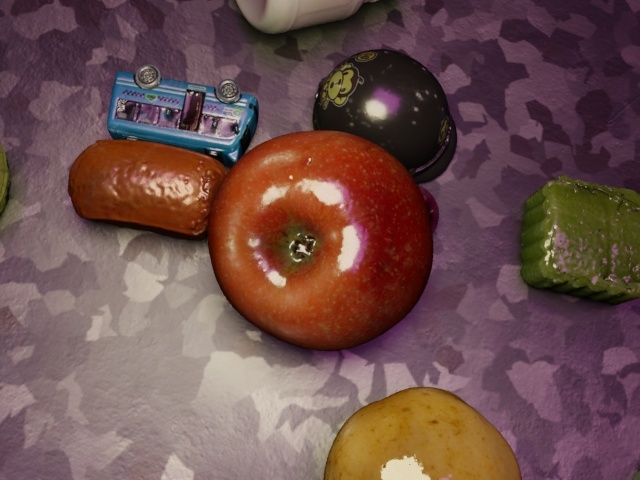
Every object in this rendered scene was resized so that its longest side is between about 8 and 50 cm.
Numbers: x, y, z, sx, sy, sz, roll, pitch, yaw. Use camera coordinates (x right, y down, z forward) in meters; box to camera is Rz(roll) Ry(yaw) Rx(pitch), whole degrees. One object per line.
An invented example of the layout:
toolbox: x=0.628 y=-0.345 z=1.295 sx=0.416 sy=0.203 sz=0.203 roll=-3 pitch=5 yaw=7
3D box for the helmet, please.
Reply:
helmet: x=0.126 y=-0.231 z=1.268 sx=0.278 sy=0.160 sz=0.231 roll=23 pitch=71 yaw=2

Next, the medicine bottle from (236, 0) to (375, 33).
medicine bottle: x=0.009 y=-0.528 z=1.293 sx=0.324 sy=0.256 sz=0.256 roll=-20 pitch=77 yaw=-21

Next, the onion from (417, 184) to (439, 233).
onion: x=0.152 y=-0.042 z=1.244 sx=0.115 sy=0.104 sz=0.115 roll=-5 pitch=110 yaw=-14

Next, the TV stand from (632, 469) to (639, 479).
TV stand: x=0.601 y=0.379 z=1.182 sx=0.088 sy=0.083 sz=0.269 roll=43 pitch=73 yaw=8

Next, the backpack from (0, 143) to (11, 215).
backpack: x=-0.632 y=-0.095 z=1.154 sx=0.253 sy=0.140 sz=0.207 roll=-3 pitch=73 yaw=-14

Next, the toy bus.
toy bus: x=-0.236 y=-0.210 z=1.242 sx=0.246 sy=0.113 sz=0.134 roll=11 pitch=77 yaw=-2

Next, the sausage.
sausage: x=-0.281 y=-0.086 z=1.179 sx=0.267 sy=0.153 sz=0.141 roll=9 pitch=82 yaw=-2

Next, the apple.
apple: x=0.000 y=0.000 z=1.099 sx=0.348 sy=0.277 sz=0.349 roll=0 pitch=91 yaw=12

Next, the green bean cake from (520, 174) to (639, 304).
green bean cake: x=0.470 y=0.003 z=1.261 sx=0.214 sy=0.113 sz=0.201 roll=9 pitch=72 yaw=-5

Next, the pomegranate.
pomegranate: x=0.145 y=0.356 z=1.043 sx=0.307 sy=0.307 sz=0.308 roll=2 pitch=73 yaw=-6
